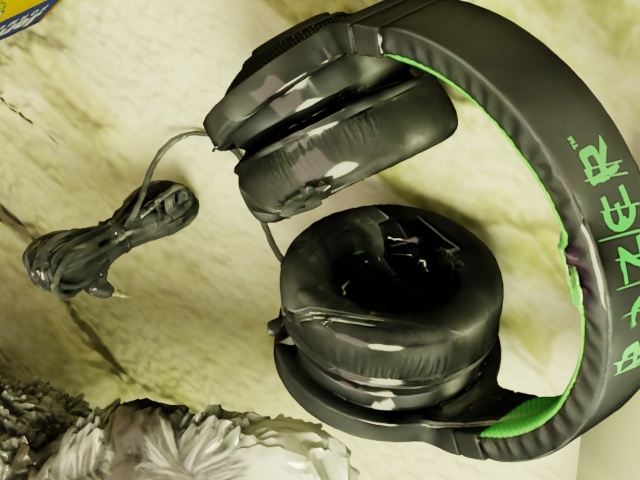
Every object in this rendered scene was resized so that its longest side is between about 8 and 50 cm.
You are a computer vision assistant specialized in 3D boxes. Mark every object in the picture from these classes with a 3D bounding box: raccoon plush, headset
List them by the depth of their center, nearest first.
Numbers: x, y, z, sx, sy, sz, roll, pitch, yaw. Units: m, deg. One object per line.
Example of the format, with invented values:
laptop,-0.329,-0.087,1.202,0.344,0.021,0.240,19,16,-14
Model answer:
headset,0.000,0.000,0.904,0.394,0.185,0.243,9,120,52
raccoon plush,-0.155,0.176,1.095,0.446,0.299,0.216,5,96,18

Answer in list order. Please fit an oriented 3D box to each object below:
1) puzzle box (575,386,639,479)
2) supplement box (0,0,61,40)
puzzle box,0.247,0.148,0.723,0.409,0.052,0.272,33,122,59
supplement box,-0.183,-0.252,0.894,0.356,0.195,0.194,-36,91,43
